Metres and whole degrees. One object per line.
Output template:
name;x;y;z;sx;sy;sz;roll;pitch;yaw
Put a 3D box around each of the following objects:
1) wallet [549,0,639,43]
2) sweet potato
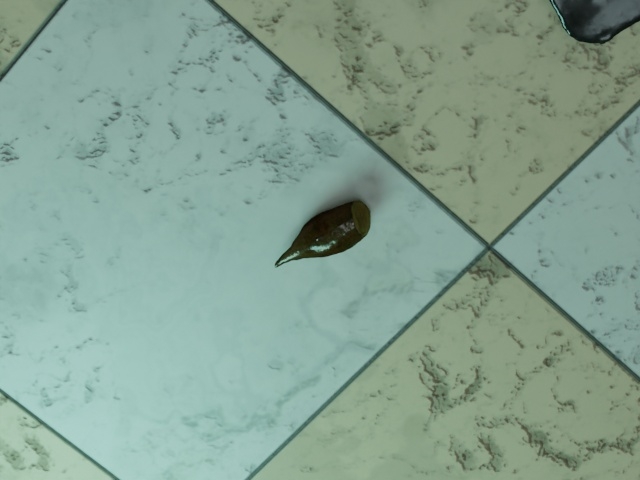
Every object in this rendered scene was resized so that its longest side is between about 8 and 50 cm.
wallet;0.356;-0.344;1.190;0.377;0.051;0.197;-29;105;14
sweet potato;0.000;0.000;1.342;0.117;0.049;0.049;-30;108;17
